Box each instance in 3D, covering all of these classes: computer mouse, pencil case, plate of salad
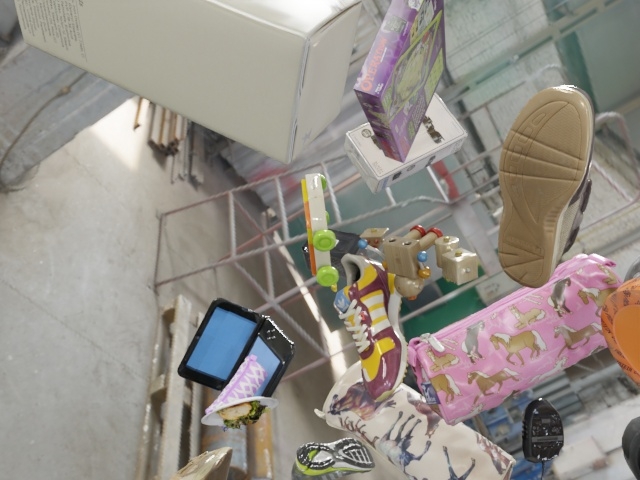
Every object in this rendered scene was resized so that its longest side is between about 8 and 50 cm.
[{"bbox_3d":[0.382,0.398,0.997,0.041,0.071,0.242,166,-72,-77],"label":"computer mouse"},{"bbox_3d":[0.195,0.426,1.219,0.410,0.184,0.160,32,-23,19],"label":"pencil case"},{"bbox_3d":[-0.197,0.438,1.428,0.200,0.199,0.048,39,29,-59],"label":"plate of salad"},{"bbox_3d":[0.343,0.170,0.992,0.160,0.385,0.167,64,4,32],"label":"pencil case"},{"bbox_3d":[-0.234,0.421,1.579,0.206,0.086,0.088,-52,136,-30],"label":"pencil case"}]

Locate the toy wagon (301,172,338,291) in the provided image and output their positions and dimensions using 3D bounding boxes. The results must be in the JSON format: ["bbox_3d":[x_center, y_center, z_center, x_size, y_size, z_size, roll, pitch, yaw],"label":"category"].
[{"bbox_3d":[0.000,0.000,1.505,0.267,0.068,0.345,-97,-178,-51],"label":"toy wagon"}]

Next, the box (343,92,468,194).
[{"bbox_3d":[0.228,-0.267,1.546,0.169,0.289,0.087,57,-14,18],"label":"box"}]

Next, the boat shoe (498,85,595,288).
[{"bbox_3d":[0.293,-0.069,0.732,0.102,0.092,0.285,24,-44,36],"label":"boat shoe"}]

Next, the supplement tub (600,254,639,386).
[{"bbox_3d":[0.494,0.052,0.651,0.194,0.315,0.194,54,-19,28],"label":"supplement tub"}]

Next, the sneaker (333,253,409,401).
[{"bbox_3d":[0.052,0.099,0.679,0.083,0.069,0.186,25,41,-21],"label":"sneaker"}]

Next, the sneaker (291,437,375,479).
[{"bbox_3d":[0.035,0.687,1.755,0.299,0.121,0.111,12,35,-30],"label":"sneaker"}]

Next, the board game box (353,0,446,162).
[{"bbox_3d":[0.141,-0.266,0.918,0.056,0.208,0.347,19,-3,15],"label":"board game box"}]

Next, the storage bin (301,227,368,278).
[{"bbox_3d":[0.046,0.038,1.778,0.122,0.180,0.084,-55,145,-38],"label":"storage bin"}]

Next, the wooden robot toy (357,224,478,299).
[{"bbox_3d":[0.116,0.032,0.674,0.173,0.076,0.079,14,-60,48],"label":"wooden robot toy"}]

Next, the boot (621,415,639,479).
[{"bbox_3d":[0.439,0.365,0.445,0.367,0.146,0.445,46,12,3],"label":"boot"}]

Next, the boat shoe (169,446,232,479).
[{"bbox_3d":[-0.345,0.677,1.683,0.341,0.110,0.122,50,50,-78],"label":"boat shoe"}]

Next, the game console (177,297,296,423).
[{"bbox_3d":[-0.254,0.362,1.703,0.173,0.293,0.250,15,18,-46],"label":"game console"}]

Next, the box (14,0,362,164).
[{"bbox_3d":[-0.113,-0.177,0.460,0.275,0.113,0.094,27,47,12],"label":"box"}]
